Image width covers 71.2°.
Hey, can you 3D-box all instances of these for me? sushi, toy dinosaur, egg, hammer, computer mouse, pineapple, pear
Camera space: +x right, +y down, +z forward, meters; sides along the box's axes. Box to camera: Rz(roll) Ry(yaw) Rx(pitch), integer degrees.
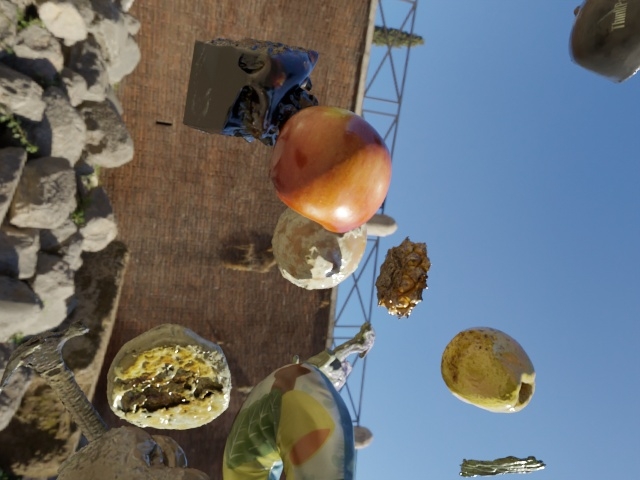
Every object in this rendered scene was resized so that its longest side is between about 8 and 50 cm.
[{"bbox_3d":[-0.112,-0.306,0.894,0.227,0.212,0.216,-3,105,-65],"label":"sushi"},{"bbox_3d":[-0.002,0.269,0.857,0.294,0.162,0.077,-50,-134,25],"label":"toy dinosaur"},{"bbox_3d":[0.000,0.000,0.925,0.233,0.194,0.195,-43,-139,35],"label":"egg"},{"bbox_3d":[-0.294,0.248,0.582,0.027,0.125,0.297,27,-37,63],"label":"hammer"},{"bbox_3d":[0.517,-0.396,0.804,0.269,0.100,0.170,-71,180,-54],"label":"computer mouse"},{"bbox_3d":[0.195,0.090,1.115,0.225,0.076,0.225,-159,-90,-77],"label":"pineapple"},{"bbox_3d":[0.331,0.259,0.882,0.178,0.177,0.178,-176,-90,-73],"label":"pear"}]

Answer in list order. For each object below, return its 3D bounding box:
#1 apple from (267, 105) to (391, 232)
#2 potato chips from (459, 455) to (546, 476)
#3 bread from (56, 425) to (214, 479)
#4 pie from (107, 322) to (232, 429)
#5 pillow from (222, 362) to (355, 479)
[{"bbox_3d":[0.011,-0.088,0.567,0.139,0.163,0.163,-67,-162,0],"label":"apple"},{"bbox_3d":[0.396,0.508,1.013,0.207,0.092,0.028,-23,-144,35],"label":"potato chips"},{"bbox_3d":[-0.153,0.309,0.369,0.337,0.183,0.102,-106,172,-51],"label":"bread"},{"bbox_3d":[-0.385,0.370,1.155,0.077,0.338,0.339,-100,-160,-64],"label":"pie"},{"bbox_3d":[-0.039,0.254,0.502,0.233,0.086,0.214,-41,-136,40],"label":"pillow"}]
